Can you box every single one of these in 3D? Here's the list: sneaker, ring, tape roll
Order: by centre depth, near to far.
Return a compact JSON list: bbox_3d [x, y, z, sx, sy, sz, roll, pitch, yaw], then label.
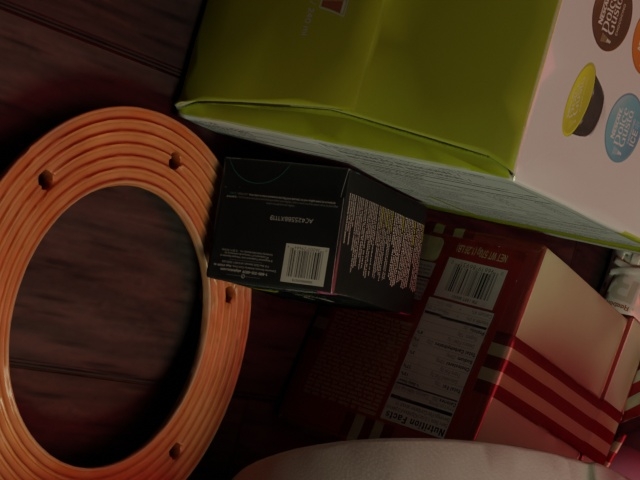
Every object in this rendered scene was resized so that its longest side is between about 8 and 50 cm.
[{"bbox_3d":[-0.166,0.064,1.061,0.336,0.032,0.337,-15,109,-54],"label":"ring"},{"bbox_3d":[0.104,0.268,1.193,0.392,0.392,0.072,41,45,-47],"label":"tape roll"},{"bbox_3d":[0.399,0.033,1.673,0.123,0.106,0.290,-20,118,-47],"label":"sneaker"}]

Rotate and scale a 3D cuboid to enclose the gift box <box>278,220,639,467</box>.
[{"bbox_3d":[0.162,0.119,1.313,0.258,0.255,0.276,37,76,-46],"label":"gift box"}]

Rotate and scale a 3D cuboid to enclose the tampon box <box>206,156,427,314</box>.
[{"bbox_3d":[0.000,0.000,1.158,0.161,0.120,0.101,21,77,-62],"label":"tampon box"}]

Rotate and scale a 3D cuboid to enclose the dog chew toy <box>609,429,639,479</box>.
[{"bbox_3d":[0.354,0.328,1.656,0.331,0.206,0.207,7,96,-42],"label":"dog chew toy"}]

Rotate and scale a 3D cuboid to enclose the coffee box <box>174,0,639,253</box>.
[{"bbox_3d":[0.145,-0.196,1.125,0.334,0.338,0.338,18,87,-50],"label":"coffee box"}]
